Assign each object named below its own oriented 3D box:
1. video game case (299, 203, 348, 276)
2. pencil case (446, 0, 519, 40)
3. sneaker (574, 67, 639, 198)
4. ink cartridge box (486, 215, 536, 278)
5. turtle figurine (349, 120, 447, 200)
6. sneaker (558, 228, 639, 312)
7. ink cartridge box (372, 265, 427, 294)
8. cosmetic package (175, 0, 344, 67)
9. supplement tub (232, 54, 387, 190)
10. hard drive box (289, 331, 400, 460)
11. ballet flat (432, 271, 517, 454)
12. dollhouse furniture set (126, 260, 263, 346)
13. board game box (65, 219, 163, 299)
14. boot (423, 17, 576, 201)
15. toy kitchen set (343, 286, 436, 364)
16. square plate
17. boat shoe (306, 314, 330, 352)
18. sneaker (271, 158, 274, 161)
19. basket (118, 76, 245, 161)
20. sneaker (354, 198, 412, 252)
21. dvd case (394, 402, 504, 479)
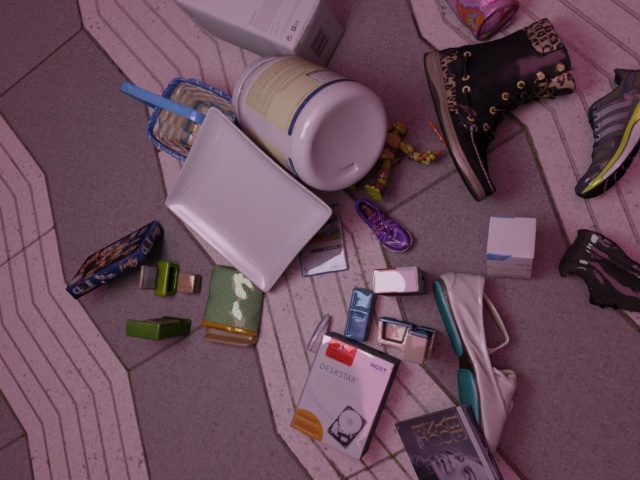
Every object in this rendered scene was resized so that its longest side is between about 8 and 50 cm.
[{"bbox_3d":[0.000,0.000,1.361,0.119,0.015,0.166,-11,82,18],"label":"video game case"},{"bbox_3d":[0.331,-0.599,1.257,0.124,0.124,0.284,-35,74,13],"label":"pencil case"},{"bbox_3d":[0.606,-0.224,1.143,0.121,0.111,0.299,31,89,29],"label":"sneaker"},{"bbox_3d":[0.404,0.019,1.164,0.092,0.143,0.089,5,69,19],"label":"ink cartridge box"},{"bbox_3d":[0.139,-0.212,1.295,0.270,0.087,0.217,31,77,12],"label":"turtle figurine"},{"bbox_3d":[0.620,0.099,1.106,0.286,0.109,0.130,40,104,27],"label":"sneaker"},{"bbox_3d":[0.180,0.094,1.228,0.100,0.135,0.056,-5,80,18],"label":"ink cartridge box"},{"bbox_3d":[-0.151,-0.562,1.374,0.366,0.197,0.155,30,94,18],"label":"cosmetic package"},{"bbox_3d":[-0.035,-0.273,1.220,0.325,0.235,0.235,40,98,43],"label":"supplement tub"},{"bbox_3d":[0.058,0.353,1.268,0.181,0.089,0.232,19,91,19],"label":"hard drive box"},{"bbox_3d":[0.348,0.256,1.169,0.139,0.139,0.399,-14,79,17],"label":"ballet flat"},{"bbox_3d":[-0.307,0.155,1.377,0.302,0.151,0.197,5,86,19],"label":"dollhouse furniture set"},{"bbox_3d":[-0.549,0.049,1.470,0.244,0.165,0.042,-26,116,14],"label":"board game box"},{"bbox_3d":[0.399,-0.293,1.183,0.285,0.138,0.376,-17,65,15],"label":"boot"},{"bbox_3d":[0.148,0.183,1.213,0.207,0.166,0.122,11,88,19],"label":"toy kitchen set"},{"bbox_3d":[-0.175,-0.083,1.272,0.344,0.049,0.347,42,132,1],"label":"square plate"},{"bbox_3d":[0.003,0.228,1.331,0.035,0.035,0.100,27,90,-8],"label":"boat shoe"},{"bbox_3d":[-0.216,-0.152,1.405,0.106,0.101,0.267,34,95,21],"label":"sneaker"},{"bbox_3d":[-0.316,-0.295,1.351,0.255,0.289,0.200,27,89,22],"label":"basket"},{"bbox_3d":[0.140,-0.035,1.288,0.170,0.071,0.068,41,98,17],"label":"sneaker"},{"bbox_3d":[0.265,0.448,1.163,0.221,0.018,0.164,-38,71,47],"label":"dvd case"}]
